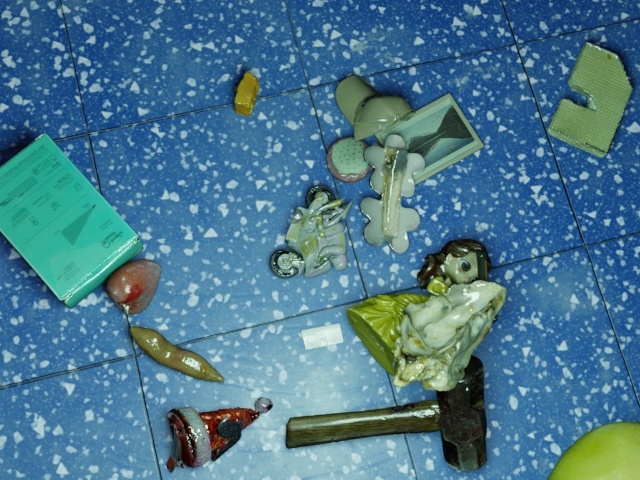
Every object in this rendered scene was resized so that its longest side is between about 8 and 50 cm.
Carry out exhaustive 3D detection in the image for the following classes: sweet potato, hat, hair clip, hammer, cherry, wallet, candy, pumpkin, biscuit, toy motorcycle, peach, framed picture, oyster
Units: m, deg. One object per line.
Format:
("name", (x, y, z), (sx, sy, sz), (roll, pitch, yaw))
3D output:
("sweet potato", (-0.293, 0.237, 1.853), (0.218, 0.065, 0.051), (30, 52, -7))
("hat", (-0.195, 0.372, 1.813), (0.228, 0.129, 0.140), (-17, 118, -25))
("hair clip", (0.156, -0.102, 1.965), (0.146, 0.075, 0.256), (7, 90, -23))
("hammer", (0.332, 0.107, 1.876), (0.021, 0.200, 0.078), (23, 46, 40))
("cherry", (-0.383, 0.096, 1.868), (0.087, 0.106, 0.126), (13, 37, 20))
("wallet", (0.004, 0.201, 1.910), (0.083, 0.011, 0.044), (-11, 76, -8))
("hat", (0.108, -0.305, 1.998), (0.147, 0.085, 0.175), (-29, 68, -23))
("candy", (0.063, -0.176, 2.001), (0.103, 0.043, 0.103), (1, 76, -5))
("pumpkin", (-0.166, -0.323, 2.006), (0.054, 0.074, 0.083), (19, 75, 2))
("biscuit", (0.621, -0.320, 2.081), (0.147, 0.046, 0.249), (23, 75, 3))
("toy motorcycle", (0.000, 0.000, 1.933), (0.152, 0.073, 0.225), (28, 76, 2))
("hammer", (0.126, 0.353, 1.809), (0.409, 0.242, 0.095), (-7, 31, 8))
("peach", (0.574, 0.498, 1.727), (0.281, 0.314, 0.315), (41, 116, 21))
("framed picture", (0.243, -0.223, 2.041), (0.203, 0.015, 0.150), (-28, 79, -11))
("oyster", (0.228, 0.183, 1.708), (0.166, 0.110, 0.341), (13, 40, 20))

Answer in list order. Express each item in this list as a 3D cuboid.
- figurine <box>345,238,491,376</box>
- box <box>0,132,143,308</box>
("figurine", (0.225, 0.114, 1.870), (0.315, 0.168, 0.187), (-40, 93, -16))
("box", (-0.538, -0.037, 1.877), (0.205, 0.118, 0.311), (-42, 81, -11))
